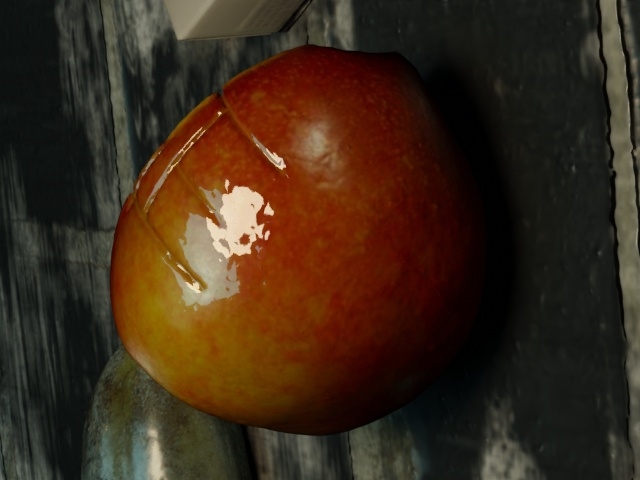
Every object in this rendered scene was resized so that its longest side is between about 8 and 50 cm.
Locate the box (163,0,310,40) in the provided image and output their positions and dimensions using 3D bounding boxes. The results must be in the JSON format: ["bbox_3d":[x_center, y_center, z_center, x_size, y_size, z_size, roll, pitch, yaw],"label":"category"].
[{"bbox_3d":[-0.049,-0.297,1.388,0.251,0.106,0.203,-42,62,50],"label":"box"}]

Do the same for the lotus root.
[{"bbox_3d":[-0.140,0.194,1.613,0.158,0.140,0.322,-11,87,57],"label":"lotus root"}]

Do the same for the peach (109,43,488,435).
[{"bbox_3d":[0.000,0.000,1.291,0.245,0.248,0.275,34,118,4],"label":"peach"}]
